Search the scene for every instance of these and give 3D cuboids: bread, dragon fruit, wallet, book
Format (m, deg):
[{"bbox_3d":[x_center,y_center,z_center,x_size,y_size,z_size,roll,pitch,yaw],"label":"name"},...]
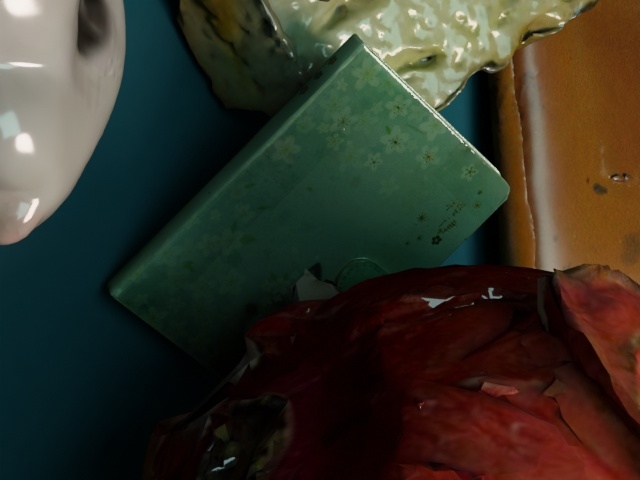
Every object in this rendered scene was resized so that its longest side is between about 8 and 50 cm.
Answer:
[{"bbox_3d":[0.047,-0.130,0.678,0.232,0.088,0.128,-34,102,-23],"label":"bread"},{"bbox_3d":[0.074,0.154,0.574,0.301,0.296,0.295,46,63,-27],"label":"dragon fruit"},{"bbox_3d":[0.156,-0.049,0.794,0.196,0.042,0.160,-2,84,-35],"label":"wallet"},{"bbox_3d":[0.000,0.000,0.638,0.135,0.017,0.103,-45,122,7],"label":"book"}]

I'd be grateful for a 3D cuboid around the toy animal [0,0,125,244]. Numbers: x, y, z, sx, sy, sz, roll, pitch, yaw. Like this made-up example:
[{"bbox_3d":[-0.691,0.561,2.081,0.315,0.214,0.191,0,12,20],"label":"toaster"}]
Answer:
[{"bbox_3d":[-0.192,-0.142,0.408,0.194,0.258,0.357,-48,136,1],"label":"toy animal"}]
